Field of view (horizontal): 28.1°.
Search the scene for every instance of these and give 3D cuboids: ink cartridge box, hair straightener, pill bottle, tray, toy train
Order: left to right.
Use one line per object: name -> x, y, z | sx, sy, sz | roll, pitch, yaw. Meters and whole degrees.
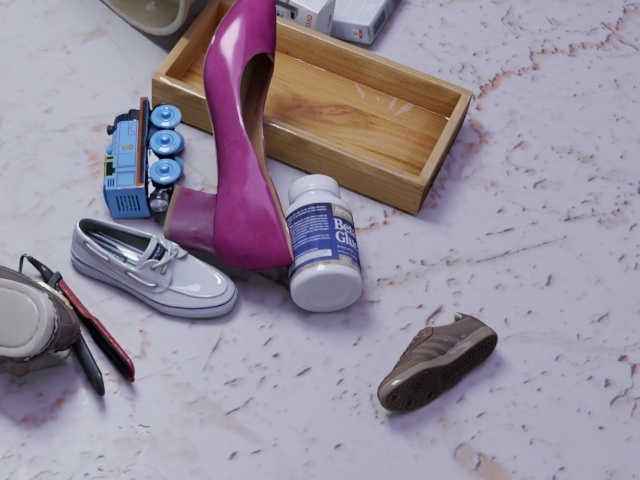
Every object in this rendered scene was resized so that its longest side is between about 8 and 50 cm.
hair straightener -> -0.321, 0.103, 1.566 | 0.089, 0.047, 0.230 | -27, 61, -26
toy train -> -0.239, -0.113, 1.727 | 0.105, 0.080, 0.184 | -2, 53, -3
ink cartridge box -> -0.052, -0.348, 1.917 | 0.135, 0.099, 0.056 | 27, 54, 13
tray -> -0.012, -0.199, 1.827 | 0.411, 0.076, 0.202 | 23, 53, 8
pill bottle -> 0.000, 0.000, 1.661 | 0.094, 0.094, 0.169 | -1, 53, -9
ink cartridge box -> 0.025, -0.376, 2.001 | 0.179, 0.045, 0.145 | 12, 50, 24

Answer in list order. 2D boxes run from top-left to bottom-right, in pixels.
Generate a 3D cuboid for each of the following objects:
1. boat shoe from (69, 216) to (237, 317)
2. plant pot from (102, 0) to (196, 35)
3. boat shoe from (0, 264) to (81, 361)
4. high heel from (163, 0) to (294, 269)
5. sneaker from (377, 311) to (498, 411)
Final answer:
boat shoe -> -0.214, 0.034, 1.617 | 0.226, 0.075, 0.083 | 15, 53, 4
plant pot -> -0.200, -0.522, 1.859 | 0.334, 0.333, 0.305 | 40, 65, 21
boat shoe -> -0.440, 0.064, 1.544 | 0.325, 0.097, 0.116 | 16, 89, 22
high heel -> -0.069, -0.147, 1.663 | 0.181, 0.127, 0.377 | 11, 84, 22
sneaker -> 0.133, 0.150, 1.597 | 0.188, 0.066, 0.071 | -24, 43, -30
